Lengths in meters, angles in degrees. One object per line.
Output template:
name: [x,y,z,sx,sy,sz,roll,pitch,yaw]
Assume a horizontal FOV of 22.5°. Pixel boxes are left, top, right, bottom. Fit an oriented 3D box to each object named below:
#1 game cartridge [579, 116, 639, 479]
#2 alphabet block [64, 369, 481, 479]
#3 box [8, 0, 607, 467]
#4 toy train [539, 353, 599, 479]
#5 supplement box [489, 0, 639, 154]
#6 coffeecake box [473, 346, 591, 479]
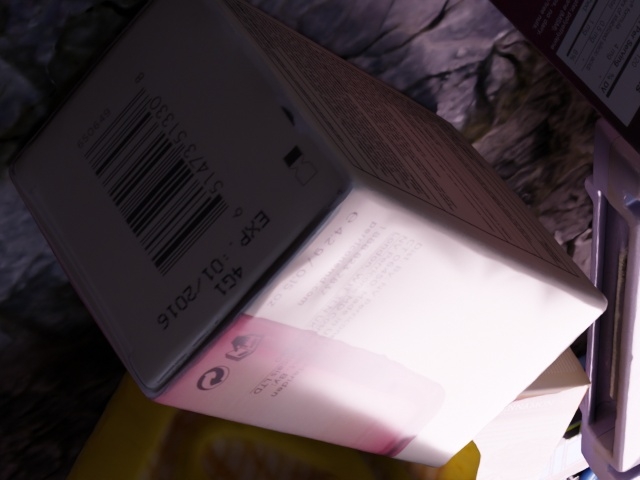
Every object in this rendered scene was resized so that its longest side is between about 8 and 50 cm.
game cartridge: [0.261,0.004,0.954,0.230,0.068,0.355,-30,146,-14]
alphabet block: [-0.052,0.186,0.820,0.193,0.192,0.197,-70,-176,-56]
box: [0.000,0.000,0.738,0.127,0.148,0.232,-47,145,14]
toy train: [0.184,0.129,1.132,0.184,0.080,0.105,-21,137,-23]
supplement box: [0.129,-0.124,0.671,0.104,0.188,0.081,-8,136,-37]
coffeecake box: [0.065,0.132,1.009,0.142,0.068,0.185,-2,135,-24]
